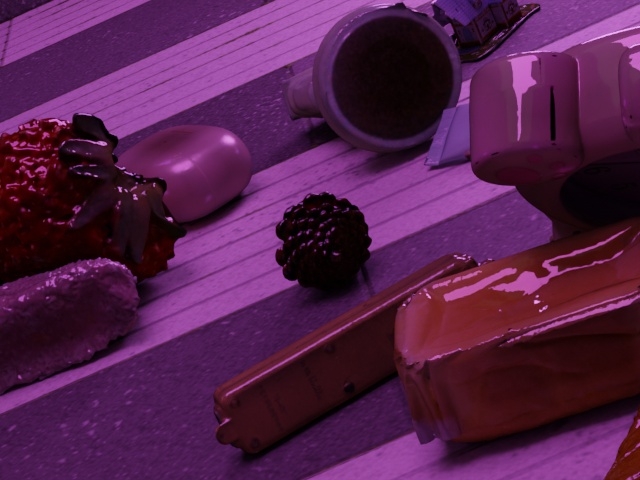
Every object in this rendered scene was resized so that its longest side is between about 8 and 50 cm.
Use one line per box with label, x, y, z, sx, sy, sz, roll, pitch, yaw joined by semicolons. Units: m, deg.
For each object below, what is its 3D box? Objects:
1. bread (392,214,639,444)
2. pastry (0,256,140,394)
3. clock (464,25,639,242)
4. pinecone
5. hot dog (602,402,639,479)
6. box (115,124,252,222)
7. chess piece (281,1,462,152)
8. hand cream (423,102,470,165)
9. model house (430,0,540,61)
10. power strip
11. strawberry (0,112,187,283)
bread;0.181;0.074;1.443;0.241;0.107;0.136;-20;24;13
pastry;-0.311;0.093;1.956;0.265;0.103;0.112;-22;14;1
clock;0.298;-0.082;1.487;0.309;0.284;0.114;-9;65;25
pinecone;0.002;0.004;1.847;0.102;0.102;0.109;-26;-7;-4
hot dog;0.229;0.161;1.250;0.088;0.061;0.286;-27;16;28
box;-0.169;-0.081;2.234;0.146;0.088;0.200;-33;21;-26
chess piece;0.057;-0.190;2.206;0.176;0.175;0.298;-28;8;-8
hand cream;0.258;-0.136;1.954;0.331;0.058;0.085;-13;47;39
model house;0.190;-0.299;2.363;0.117;0.088;0.167;-2;30;45
power strip;0.036;0.093;1.616;0.305;0.064;0.044;-29;16;-13
strawberry;-0.313;0.002;2.046;0.306;0.233;0.137;-25;35;33
